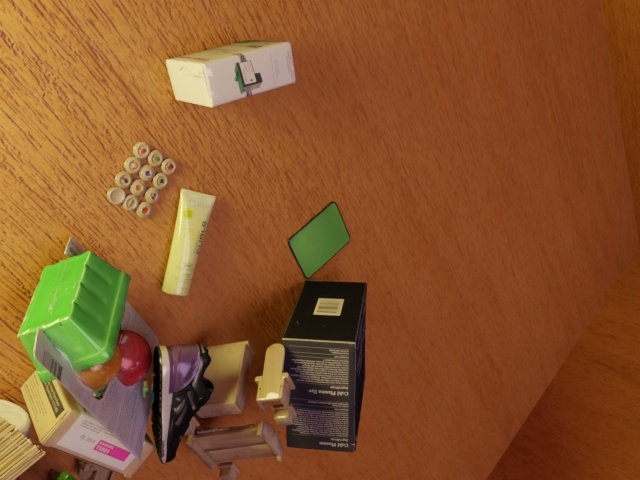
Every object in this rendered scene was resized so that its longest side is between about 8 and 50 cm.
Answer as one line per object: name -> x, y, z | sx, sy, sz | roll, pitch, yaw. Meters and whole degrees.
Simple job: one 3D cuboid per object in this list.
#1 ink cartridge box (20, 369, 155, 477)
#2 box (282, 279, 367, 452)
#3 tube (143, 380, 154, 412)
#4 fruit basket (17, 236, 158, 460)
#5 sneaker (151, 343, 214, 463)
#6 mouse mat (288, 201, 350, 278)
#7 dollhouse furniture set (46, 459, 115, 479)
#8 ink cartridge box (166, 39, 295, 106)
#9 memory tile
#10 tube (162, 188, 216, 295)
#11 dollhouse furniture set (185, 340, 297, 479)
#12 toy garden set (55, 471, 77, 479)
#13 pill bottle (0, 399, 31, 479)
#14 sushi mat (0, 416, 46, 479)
ink cartridge box -> -0.482, 0.370, 1.285 | 0.088, 0.193, 0.234 | -50, 133, -7
box -> 0.021, 0.314, 1.616 | 0.343, 0.179, 0.312 | -67, 157, -68
tube -> -0.436, 0.434, 1.452 | 0.080, 0.052, 0.206 | -3, 111, -75
fruit basket -> -0.438, 0.215, 1.234 | 0.166, 0.327, 0.352 | -14, 130, 5
sneaker -> -0.286, 0.349, 1.307 | 0.124, 0.107, 0.283 | -2, 115, -24
mouse mat -> 0.000, 0.000, 1.722 | 0.190, 0.007, 0.152 | -41, 128, -23
dollhouse furniture set -> -0.519, 0.570, 1.375 | 0.151, 0.123, 0.144 | 18, 93, -44
ink cartridge box -> -0.190, -0.359, 1.313 | 0.220, 0.160, 0.092 | -26, 121, -32
memory tile -> -0.381, -0.129, 1.326 | 0.113, 0.012, 0.147 | 33, 82, -44
tube -> -0.306, 0.005, 1.413 | 0.070, 0.062, 0.240 | 7, 97, -84
dollhouse furniture set -> -0.161, 0.423, 1.520 | 0.173, 0.304, 0.355 | -85, 159, -46
toy garden set -> -0.550, 0.604, 1.239 | 0.244, 0.049, 0.203 | -50, 138, -26
pill bottle -> -0.668, 0.469, 1.174 | 0.169, 0.169, 0.301 | 10, 98, -44
sushi mat -> -0.655, 0.428, 1.066 | 0.317, 0.019, 0.151 | -40, 113, -9
